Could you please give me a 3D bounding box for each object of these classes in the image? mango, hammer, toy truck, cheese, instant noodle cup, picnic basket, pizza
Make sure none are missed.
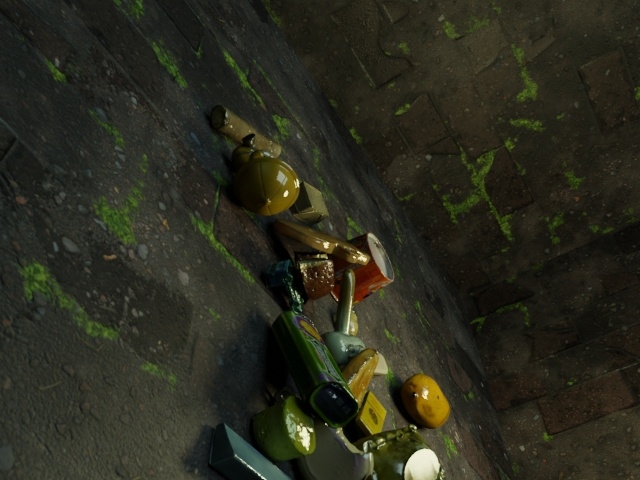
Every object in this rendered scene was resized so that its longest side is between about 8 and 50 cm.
[{"bbox_3d":[0.402,0.608,2.339,0.359,0.143,0.187,46,27,-48],"label":"mango"},{"bbox_3d":[0.068,0.233,1.865,0.202,0.113,0.306,29,63,-63],"label":"hammer"},{"bbox_3d":[-0.100,0.143,1.761,0.067,0.081,0.175,-80,158,-60],"label":"toy truck"},{"bbox_3d":[-0.006,0.457,1.449,0.286,0.163,0.082,52,-1,15],"label":"cheese"},{"bbox_3d":[0.134,0.099,2.231,0.250,0.192,0.250,51,22,-30],"label":"instant noodle cup"},{"bbox_3d":[-0.046,-0.132,2.242,0.164,0.079,0.115,26,40,-61],"label":"picnic basket"},{"bbox_3d":[0.072,0.401,1.704,0.089,0.223,0.323,24,13,17],"label":"pizza"}]

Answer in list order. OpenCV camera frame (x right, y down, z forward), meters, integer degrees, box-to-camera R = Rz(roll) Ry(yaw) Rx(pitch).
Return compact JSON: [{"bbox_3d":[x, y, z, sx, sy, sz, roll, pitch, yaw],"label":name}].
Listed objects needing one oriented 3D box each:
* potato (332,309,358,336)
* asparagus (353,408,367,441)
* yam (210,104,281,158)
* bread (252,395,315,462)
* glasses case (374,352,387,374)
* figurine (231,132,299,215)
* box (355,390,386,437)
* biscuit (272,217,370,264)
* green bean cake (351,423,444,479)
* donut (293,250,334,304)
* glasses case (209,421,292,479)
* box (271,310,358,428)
[{"bbox_3d":[0.094,0.290,2.069,0.096,0.066,0.103,32,37,-51],"label":"potato"},{"bbox_3d":[0.134,0.585,1.776,0.067,0.060,0.278,36,30,-34],"label":"asparagus"},{"bbox_3d":[-0.235,-0.340,2.029,0.356,0.081,0.081,23,43,-61],"label":"yam"},{"bbox_3d":[-0.079,0.410,1.352,0.111,0.114,0.129,38,31,-51],"label":"bread"},{"bbox_3d":[0.170,0.418,2.118,0.196,0.050,0.083,29,40,-59],"label":"glasses case"},{"bbox_3d":[-0.180,-0.181,1.829,0.257,0.167,0.192,47,-28,40],"label":"figurine"},{"bbox_3d":[0.148,0.510,1.808,0.087,0.023,0.155,55,22,-6],"label":"box"},{"bbox_3d":[0.001,-0.002,1.996,0.354,0.052,0.275,21,4,-41],"label":"biscuit"},{"bbox_3d":[0.193,0.620,1.560,0.309,0.202,0.285,-3,66,-50],"label":"green bean cake"},{"bbox_3d":[-0.014,0.109,1.847,0.295,0.112,0.151,-119,-162,-85],"label":"donut"},{"bbox_3d":[-0.125,0.479,1.257,0.266,0.056,0.105,52,-3,-31],"label":"glasses case"},{"bbox_3d":[-0.019,0.297,1.505,0.134,0.097,0.345,41,5,-26],"label":"box"}]
